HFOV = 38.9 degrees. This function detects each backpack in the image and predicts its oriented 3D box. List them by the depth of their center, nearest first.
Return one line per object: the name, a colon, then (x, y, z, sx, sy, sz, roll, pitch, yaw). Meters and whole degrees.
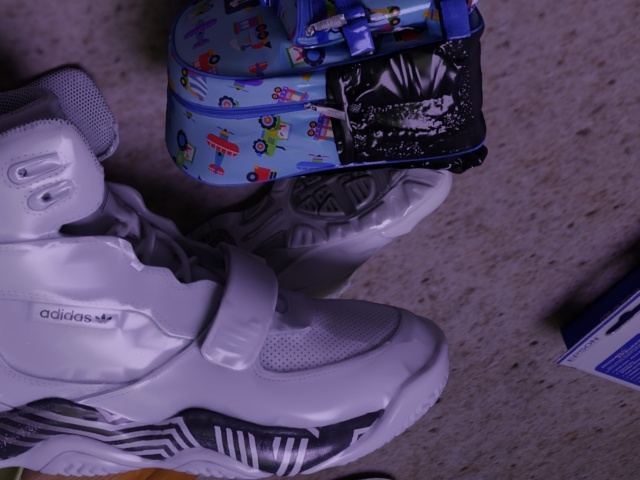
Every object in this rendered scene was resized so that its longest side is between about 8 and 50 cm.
backpack: (-0.008, -0.106, 0.495, 0.173, 0.158, 0.117, -10, 131, 1)

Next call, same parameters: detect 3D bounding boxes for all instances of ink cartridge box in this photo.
ink cartridge box: (0.378, 0.089, 0.959, 0.332, 0.065, 0.165, 21, 123, -42)

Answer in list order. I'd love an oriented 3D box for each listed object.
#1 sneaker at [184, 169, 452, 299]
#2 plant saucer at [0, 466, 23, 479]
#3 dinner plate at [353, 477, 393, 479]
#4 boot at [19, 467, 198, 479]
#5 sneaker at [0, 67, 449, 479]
sneaker: (0.000, 0.000, 0.671, 0.232, 0.090, 0.115, -28, 147, 18)
plant saucer: (-0.320, 0.120, 0.610, 0.240, 0.037, 0.241, -4, 111, -11)
dinner plate: (0.029, 0.315, 1.068, 0.141, 0.017, 0.141, -13, 139, -12)
boot: (-0.249, 0.219, 0.768, 0.295, 0.104, 0.211, -24, 153, 16)
sneaker: (-0.093, 0.019, 0.526, 0.365, 0.137, 0.210, -1, 113, -9)
